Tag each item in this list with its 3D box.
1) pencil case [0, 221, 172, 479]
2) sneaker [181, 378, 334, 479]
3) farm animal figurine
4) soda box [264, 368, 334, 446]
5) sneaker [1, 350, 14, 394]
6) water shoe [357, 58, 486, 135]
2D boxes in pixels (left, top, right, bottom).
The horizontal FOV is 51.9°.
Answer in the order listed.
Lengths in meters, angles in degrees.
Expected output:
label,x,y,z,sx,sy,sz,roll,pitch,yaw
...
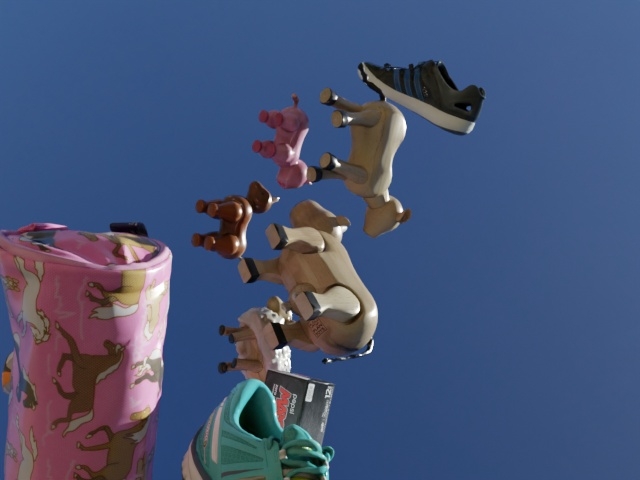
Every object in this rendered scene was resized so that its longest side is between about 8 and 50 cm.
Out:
label,x,y,z,sx,sy,sz,roll,pitch,yaw
pencil case,-0.233,0.177,0.634,0.160,0.167,0.387,4,-78,-7
sneaker,-0.033,0.204,0.512,0.110,0.107,0.275,-60,-144,3
farm animal figurine,0.000,0.000,0.831,0.330,0.172,0.327,-28,-114,42
soda box,-0.039,0.224,0.685,0.060,0.053,0.169,5,-103,36
sneaker,-0.493,0.253,1.287,0.120,0.262,0.099,-1,-96,22
water shoe,0.147,-0.226,0.948,0.203,0.073,0.080,35,-70,24
